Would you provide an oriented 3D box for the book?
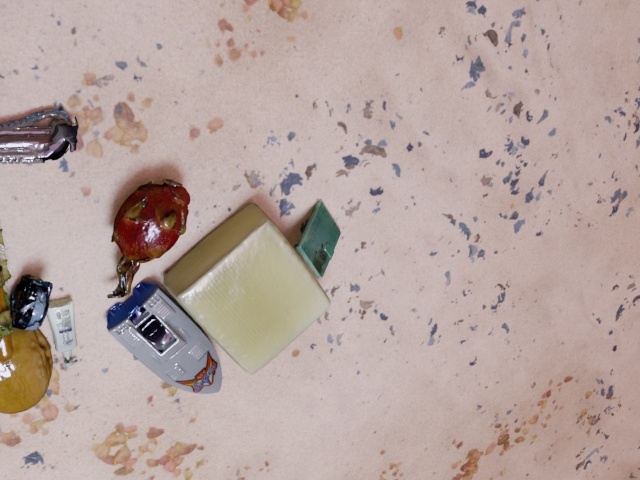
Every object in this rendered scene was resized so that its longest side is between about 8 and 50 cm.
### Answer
[{"bbox_3d":[0.000,0.000,1.483,0.103,0.017,0.135,57,41,-34],"label":"book"}]

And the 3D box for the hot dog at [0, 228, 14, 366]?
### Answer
[{"bbox_3d":[-0.550,0.082,1.170,0.072,0.109,0.269,-5,101,-9],"label":"hot dog"}]

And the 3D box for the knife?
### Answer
[{"bbox_3d":[-0.571,-0.158,1.117,0.365,0.043,0.089,-7,81,-25],"label":"knife"}]

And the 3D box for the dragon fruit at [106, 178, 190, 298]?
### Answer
[{"bbox_3d":[-0.322,0.001,1.284,0.125,0.125,0.246,18,108,-38],"label":"dragon fruit"}]

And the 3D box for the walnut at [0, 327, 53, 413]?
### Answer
[{"bbox_3d":[-0.560,0.235,1.268,0.167,0.087,0.211,-34,124,-18],"label":"walnut"}]

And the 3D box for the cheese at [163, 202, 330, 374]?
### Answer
[{"bbox_3d":[-0.141,0.101,1.430,0.242,0.124,0.265,-39,126,-5],"label":"cheese"}]

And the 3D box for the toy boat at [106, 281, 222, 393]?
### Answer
[{"bbox_3d":[-0.286,0.218,1.417,0.129,0.088,0.295,-41,125,-8],"label":"toy boat"}]

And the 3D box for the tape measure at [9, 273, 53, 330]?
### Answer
[{"bbox_3d":[-0.511,0.110,1.242,0.054,0.091,0.094,18,84,-41],"label":"tape measure"}]

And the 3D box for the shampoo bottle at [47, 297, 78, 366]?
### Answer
[{"bbox_3d":[-0.478,0.174,1.321,0.049,0.034,0.141,-15,119,-32],"label":"shampoo bottle"}]
